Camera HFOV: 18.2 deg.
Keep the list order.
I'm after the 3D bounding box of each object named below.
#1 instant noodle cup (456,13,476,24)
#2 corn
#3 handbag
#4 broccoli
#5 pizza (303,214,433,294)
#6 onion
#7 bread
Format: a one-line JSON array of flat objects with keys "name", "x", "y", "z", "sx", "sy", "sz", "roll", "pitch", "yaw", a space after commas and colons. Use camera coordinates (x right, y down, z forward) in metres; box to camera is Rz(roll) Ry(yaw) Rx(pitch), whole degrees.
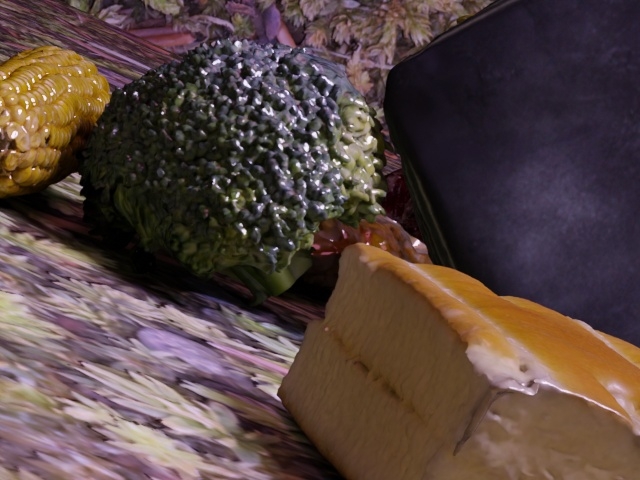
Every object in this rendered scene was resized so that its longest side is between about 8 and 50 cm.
[{"name": "instant noodle cup", "x": 0.249, "y": -0.046, "z": 1.848, "sx": 0.325, "sy": 0.254, "sz": 0.325, "roll": 15, "pitch": 2, "yaw": -1}, {"name": "corn", "x": -0.201, "y": -0.078, "z": 1.373, "sx": 0.106, "sy": 0.106, "sz": 0.293, "roll": 24, "pitch": 11, "yaw": -1}, {"name": "handbag", "x": 0.214, "y": -0.003, "z": 1.328, "sx": 0.341, "sy": 0.247, "sz": 0.240, "roll": 66, "pitch": 12, "yaw": 24}, {"name": "broccoli", "x": -0.061, "y": -0.046, "z": 1.321, "sx": 0.198, "sy": 0.226, "sz": 0.176, "roll": -25, "pitch": 79, "yaw": -31}, {"name": "pizza", "x": 0.000, "y": 0.001, "z": 1.550, "sx": 0.189, "sy": 0.071, "sz": 0.297, "roll": 29, "pitch": 9, "yaw": 33}, {"name": "onion", "x": 0.129, "y": -0.022, "z": 2.066, "sx": 0.151, "sy": 0.098, "sz": 0.206, "roll": 15, "pitch": 10, "yaw": -45}, {"name": "bread", "x": 0.127, "y": 0.105, "z": 0.977, "sx": 0.239, "sy": 0.111, "sz": 0.246, "roll": 21, "pitch": 7, "yaw": -17}]
